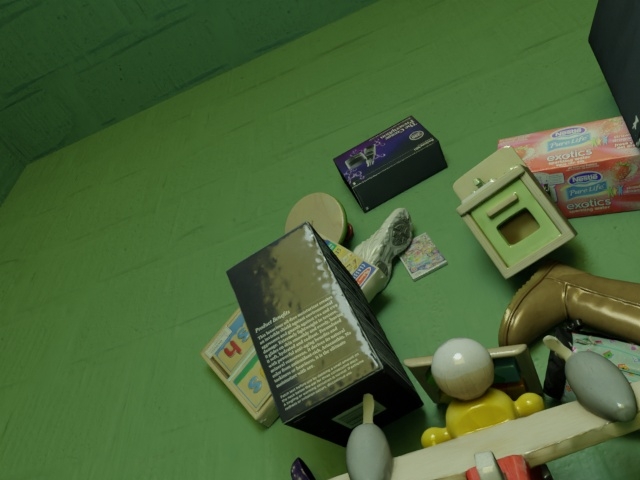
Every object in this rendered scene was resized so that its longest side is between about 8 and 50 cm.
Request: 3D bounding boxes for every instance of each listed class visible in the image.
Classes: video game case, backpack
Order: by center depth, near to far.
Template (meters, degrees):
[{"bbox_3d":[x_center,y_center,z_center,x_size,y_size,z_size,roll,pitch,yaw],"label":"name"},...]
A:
[{"bbox_3d":[0.452,0.219,0.886,0.182,0.152,0.115,12,51,24],"label":"backpack"},{"bbox_3d":[0.235,0.037,1.331,0.087,0.011,0.122,-28,38,3],"label":"video game case"}]

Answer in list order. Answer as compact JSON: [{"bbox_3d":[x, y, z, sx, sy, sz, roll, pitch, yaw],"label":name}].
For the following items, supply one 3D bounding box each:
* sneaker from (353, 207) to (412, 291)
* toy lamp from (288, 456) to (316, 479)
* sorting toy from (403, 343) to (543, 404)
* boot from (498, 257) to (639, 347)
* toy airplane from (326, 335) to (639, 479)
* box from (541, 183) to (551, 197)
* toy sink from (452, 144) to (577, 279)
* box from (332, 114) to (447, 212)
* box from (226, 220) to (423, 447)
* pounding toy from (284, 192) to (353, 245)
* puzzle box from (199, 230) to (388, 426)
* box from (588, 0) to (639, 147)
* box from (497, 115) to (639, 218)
[{"bbox_3d":[0.134,0.013,1.355,0.115,0.090,0.232,7,57,50],"label":"sneaker"},{"bbox_3d":[-0.132,0.498,1.001,0.275,0.080,0.080,-36,38,-6],"label":"toy lamp"},{"bbox_3d":[0.259,0.233,0.938,0.193,0.208,0.038,-13,53,22],"label":"sorting toy"},{"bbox_3d":[0.482,0.141,0.988,0.269,0.089,0.236,20,60,44],"label":"boot"},{"bbox_3d":[0.216,0.262,0.743,0.386,0.272,0.384,-9,-18,-31],"label":"toy airplane"},{"bbox_3d":[0.421,-0.062,1.231,0.162,0.116,0.029,-8,41,27],"label":"box"},{"bbox_3d":[0.373,-0.063,1.128,0.153,0.131,0.234,-37,77,24],"label":"toy sink"},{"bbox_3d":[0.190,-0.217,1.576,0.261,0.103,0.184,-29,40,2],"label":"box"},{"bbox_3d":[0.011,0.177,1.001,0.183,0.296,0.294,-30,56,6],"label":"box"},{"bbox_3d":[0.000,0.000,1.479,0.183,0.110,0.236,27,94,36],"label":"pounding toy"},{"bbox_3d":[-0.069,0.177,1.277,0.409,0.052,0.272,-51,43,-8],"label":"puzzle box"},{"bbox_3d":[0.838,-0.416,1.090,0.472,0.297,0.480,1,44,9],"label":"box"},{"bbox_3d":[0.545,-0.150,1.218,0.300,0.154,0.142,-8,43,28],"label":"box"}]
